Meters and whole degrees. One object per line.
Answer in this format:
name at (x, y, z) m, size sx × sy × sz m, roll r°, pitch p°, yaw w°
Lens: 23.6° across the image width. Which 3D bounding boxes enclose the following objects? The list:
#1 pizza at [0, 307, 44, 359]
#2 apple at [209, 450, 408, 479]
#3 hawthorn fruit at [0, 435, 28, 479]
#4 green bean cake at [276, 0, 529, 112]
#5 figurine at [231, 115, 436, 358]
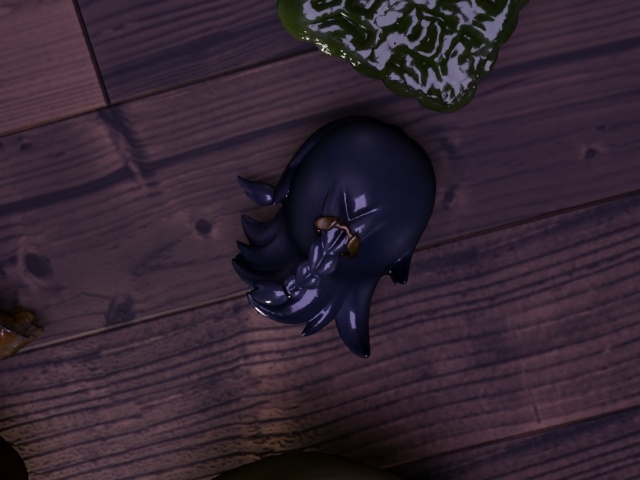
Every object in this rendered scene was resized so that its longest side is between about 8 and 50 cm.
pizza at (-0.499, 0.085, 1.734) m, size 0.365 × 0.074 × 0.182 m, roll -6°, pitch 107°, yaw 5°
apple at (-0.011, 0.396, 1.683) m, size 0.360 × 0.320 × 0.311 m, roll 24°, pitch 68°, yaw -42°
hawthorn fruit at (-0.480, 0.323, 1.706) m, size 0.268 × 0.268 × 0.301 m, roll 40°, pitch 113°, yaw -9°
green bean cake at (0.088, -0.275, 1.578) m, size 0.248 × 0.125 × 0.222 m, roll 26°, pitch 106°, yaw -5°
figurine at (0.014, -0.006, 1.643) m, size 0.175 × 0.197 × 0.265 m, roll 16°, pitch 103°, yaw -28°
